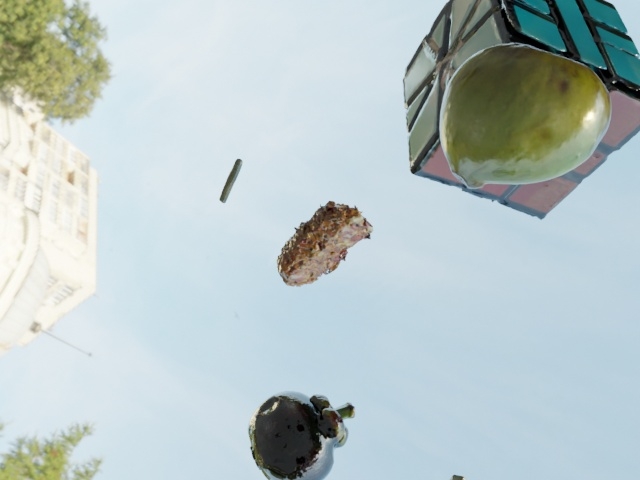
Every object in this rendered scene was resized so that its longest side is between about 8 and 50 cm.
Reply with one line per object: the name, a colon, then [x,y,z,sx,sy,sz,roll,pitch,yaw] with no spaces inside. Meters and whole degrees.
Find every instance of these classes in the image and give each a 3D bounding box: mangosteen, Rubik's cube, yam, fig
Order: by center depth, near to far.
fig: [0.180,-0.115,0.532,0.152,0.121,0.136,-9,-158,-2]
Rubik's cube: [0.324,-0.254,0.991,0.293,0.283,0.289,128,-26,-46]
yam: [-0.202,-0.135,1.346,0.116,0.021,0.021,-62,-148,29]
mangosteen: [-0.041,0.522,1.613,0.302,0.275,0.275,-26,-141,-11]

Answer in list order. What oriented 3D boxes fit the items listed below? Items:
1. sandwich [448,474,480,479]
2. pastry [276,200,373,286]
sandwich: [0.311,0.544,1.216,0.244,0.088,0.090,-10,-147,51]
pastry: [-0.002,-0.001,0.860,0.169,0.087,0.063,-42,-134,28]
